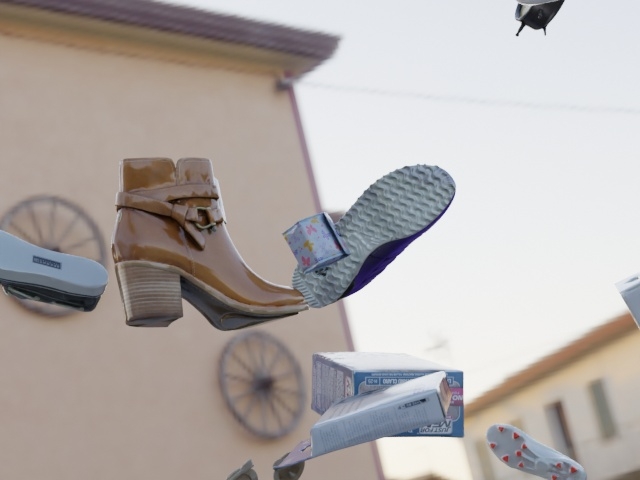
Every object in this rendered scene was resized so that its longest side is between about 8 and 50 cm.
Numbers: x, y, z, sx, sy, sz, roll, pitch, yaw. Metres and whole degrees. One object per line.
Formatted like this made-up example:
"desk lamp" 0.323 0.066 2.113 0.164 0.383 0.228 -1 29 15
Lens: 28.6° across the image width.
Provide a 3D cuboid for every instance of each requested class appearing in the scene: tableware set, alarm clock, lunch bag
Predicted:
"tableware set" -0.074 0.363 1.731 0.141 0.168 0.020 -25 32 -34
"alarm clock" 0.442 -0.490 2.446 0.064 0.192 0.129 24 -16 -12
"lunch bag" 0.000 0.000 1.755 0.083 0.071 0.053 -17 -14 -47

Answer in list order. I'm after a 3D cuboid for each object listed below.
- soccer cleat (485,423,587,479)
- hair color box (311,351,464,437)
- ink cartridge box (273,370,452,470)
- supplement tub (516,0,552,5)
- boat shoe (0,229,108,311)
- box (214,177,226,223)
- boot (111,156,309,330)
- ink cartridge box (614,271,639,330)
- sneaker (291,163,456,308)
"soccer cleat" 0.389 0.393 2.270 0.196 0.068 0.076 26 2 24
"hair color box" 0.099 0.241 1.999 0.174 0.105 0.347 1 -1 -11
"ink cartridge box" 0.055 0.227 1.619 0.224 0.045 0.223 -18 -2 7
"supplement tub" 0.399 -0.565 2.200 0.191 0.272 0.191 -17 14 4
"boat shoe" -0.399 0.047 1.689 0.219 0.077 0.070 19 -54 -15
"box" -0.204 -0.065 2.164 0.062 0.083 0.052 -14 -14 8
"boot" -0.144 0.004 1.654 0.283 0.220 0.109 3 -17 -30
"ink cartridge box" 0.551 0.161 1.844 0.114 0.272 0.197 -31 -4 10
"sneaker" 0.088 -0.009 1.932 0.293 0.102 0.146 -39 -13 10
